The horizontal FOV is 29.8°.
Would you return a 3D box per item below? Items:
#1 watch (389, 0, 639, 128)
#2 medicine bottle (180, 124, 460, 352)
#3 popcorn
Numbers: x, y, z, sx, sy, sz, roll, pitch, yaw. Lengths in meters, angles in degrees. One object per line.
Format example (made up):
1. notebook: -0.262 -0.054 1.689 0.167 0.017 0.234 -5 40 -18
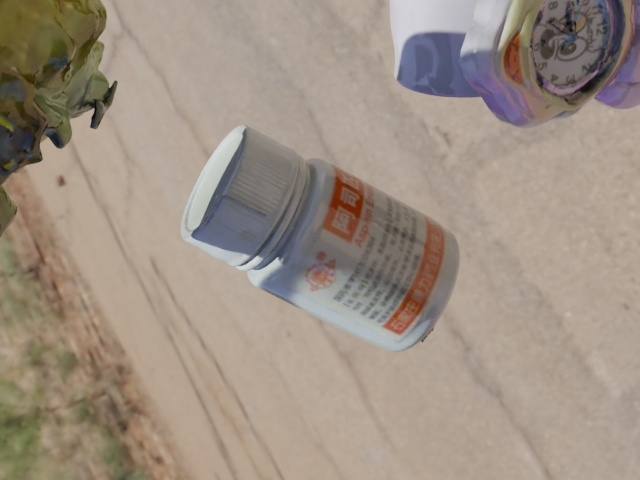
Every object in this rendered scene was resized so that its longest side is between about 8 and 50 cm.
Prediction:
1. watch: 0.185 -0.223 1.109 0.217 0.248 0.211 35 140 52
2. medicine bottle: 0.000 0.000 1.168 0.252 0.145 0.144 25 168 -19
3. popcorn: -0.223 -0.093 0.758 0.198 0.197 0.213 137 131 -68
